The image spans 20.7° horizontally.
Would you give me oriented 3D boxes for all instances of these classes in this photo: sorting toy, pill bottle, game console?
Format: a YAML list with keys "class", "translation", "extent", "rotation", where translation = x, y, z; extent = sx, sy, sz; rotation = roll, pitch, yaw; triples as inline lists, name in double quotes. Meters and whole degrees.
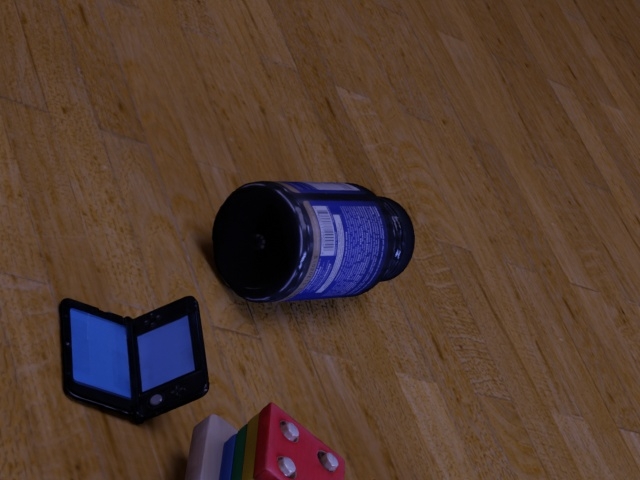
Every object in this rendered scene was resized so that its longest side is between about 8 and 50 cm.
- class: "sorting toy"
  translation: [0.006, 0.278, 1.431]
  extent: [0.255, 0.089, 0.257]
  rotation: [41, 25, -20]
- class: "pill bottle"
  translation: [0.000, 0.000, 1.811]
  extent: [0.219, 0.123, 0.123]
  rotation: [-1, 50, -53]
- class: "game console"
  translation: [-0.163, 0.092, 1.535]
  extent: [0.122, 0.107, 0.071]
  rotation: [-102, 165, -46]
